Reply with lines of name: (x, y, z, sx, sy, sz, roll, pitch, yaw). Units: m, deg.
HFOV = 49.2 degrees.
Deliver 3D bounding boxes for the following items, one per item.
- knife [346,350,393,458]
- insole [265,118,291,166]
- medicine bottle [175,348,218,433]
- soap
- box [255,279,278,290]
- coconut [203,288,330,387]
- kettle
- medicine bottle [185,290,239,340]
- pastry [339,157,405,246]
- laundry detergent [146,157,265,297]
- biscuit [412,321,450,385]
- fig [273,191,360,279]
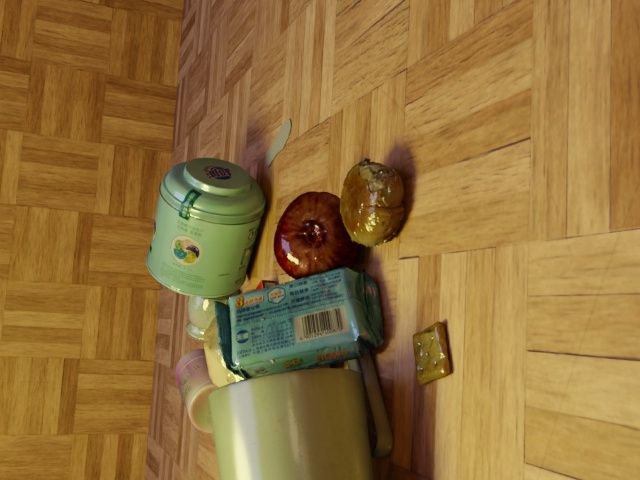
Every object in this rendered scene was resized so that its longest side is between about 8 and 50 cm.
knife: (0.072, 0.250, 1.212, 0.073, 0.040, 0.266, 115, 151, -46)
insole: (-0.112, -0.253, 1.841, 0.197, 0.004, 0.065, 132, 138, -56)
medicine bottle: (-0.322, 0.422, 1.992, 0.254, 0.152, 0.152, -144, 62, -65)
soap: (-0.037, 0.147, 1.226, 0.077, 0.293, 0.156, 60, -161, -56)
box: (-0.134, 0.199, 1.722, 0.112, 0.048, 0.175, 127, 143, -49)
coconut: (-0.096, 0.230, 1.389, 0.259, 0.259, 0.259, -174, 90, -68)
kettle: (-0.054, 0.427, 1.104, 0.361, 0.250, 0.377, -40, 53, 51)
medicine bottle: (-0.315, 0.207, 2.034, 0.147, 0.147, 0.143, -134, 52, -62)
pastry: (0.088, -0.063, 1.198, 0.153, 0.081, 0.153, -29, 57, 59)
laundry detergent: (-0.306, -0.050, 1.896, 0.287, 0.287, 0.305, -117, 38, -53)
biscuit: (0.163, 0.169, 1.039, 0.083, 0.018, 0.081, 136, 134, -59)
fig: (-0.002, 0.006, 1.338, 0.207, 0.175, 0.175, 76, -166, -76)
